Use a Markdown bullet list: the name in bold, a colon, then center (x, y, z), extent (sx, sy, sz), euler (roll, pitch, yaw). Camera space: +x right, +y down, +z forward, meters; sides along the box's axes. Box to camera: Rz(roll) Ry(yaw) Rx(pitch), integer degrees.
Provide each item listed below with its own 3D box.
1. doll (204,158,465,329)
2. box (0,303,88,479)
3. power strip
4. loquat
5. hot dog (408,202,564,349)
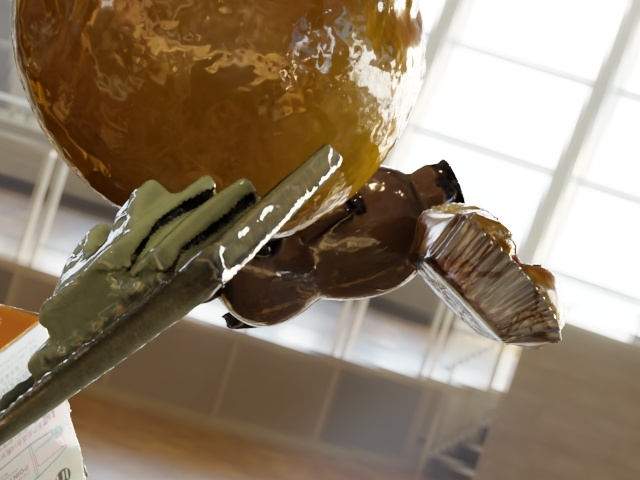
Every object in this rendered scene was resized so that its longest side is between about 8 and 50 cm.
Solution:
- **doll**: center (0.002, 0.001, 1.456), extent (0.257, 0.117, 0.182), euler (-15, -30, -6)
- **box**: center (-0.361, 0.218, 1.586), extent (0.091, 0.220, 0.274), euler (13, 34, 33)
- **power strip**: center (-0.097, 0.013, 0.882), extent (0.064, 0.198, 0.213), euler (50, 25, -4)
- **loquat**: center (-0.073, -0.157, 1.228), extent (0.328, 0.328, 0.328), euler (18, 5, -1)
- **hot dog**: center (0.134, 0.030, 1.311), extent (0.144, 0.075, 0.268), euler (44, -2, -5)
